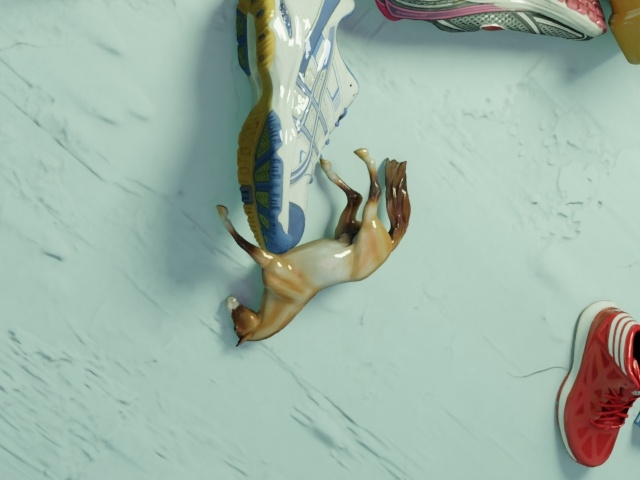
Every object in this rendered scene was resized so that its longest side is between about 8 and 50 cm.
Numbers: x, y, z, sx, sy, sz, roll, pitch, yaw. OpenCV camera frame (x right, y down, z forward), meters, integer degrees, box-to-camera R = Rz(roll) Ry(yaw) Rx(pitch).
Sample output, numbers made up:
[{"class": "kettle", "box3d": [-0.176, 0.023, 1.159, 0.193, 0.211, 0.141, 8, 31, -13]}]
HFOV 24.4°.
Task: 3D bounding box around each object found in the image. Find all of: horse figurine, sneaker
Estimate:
[{"class": "horse figurine", "box3d": [0.000, 0.000, 1.677, 0.263, 0.066, 0.174, -23, 106, -10]}, {"class": "sneaker", "box3d": [0.362, 0.197, 1.843, 0.087, 0.128, 0.221, -6, 108, -18]}, {"class": "sneaker", "box3d": [-0.014, -0.133, 1.584, 0.131, 0.112, 0.296, -1, 96, -27]}, {"class": "sneaker", "box3d": [0.193, -0.278, 1.646, 0.299, 0.121, 0.112, 11, 137, -32]}]

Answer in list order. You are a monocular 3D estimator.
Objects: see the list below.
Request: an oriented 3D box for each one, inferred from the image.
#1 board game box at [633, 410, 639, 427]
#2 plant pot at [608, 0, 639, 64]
[{"class": "board game box", "box3d": [0.528, 0.224, 1.968, 0.201, 0.035, 0.136, 26, 96, -26]}, {"class": "plant pot", "box3d": [0.392, -0.329, 1.659, 0.205, 0.205, 0.188, -33, 101, -8]}]
